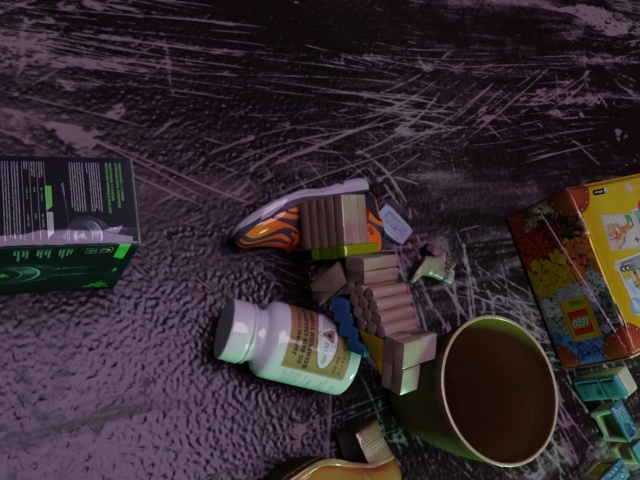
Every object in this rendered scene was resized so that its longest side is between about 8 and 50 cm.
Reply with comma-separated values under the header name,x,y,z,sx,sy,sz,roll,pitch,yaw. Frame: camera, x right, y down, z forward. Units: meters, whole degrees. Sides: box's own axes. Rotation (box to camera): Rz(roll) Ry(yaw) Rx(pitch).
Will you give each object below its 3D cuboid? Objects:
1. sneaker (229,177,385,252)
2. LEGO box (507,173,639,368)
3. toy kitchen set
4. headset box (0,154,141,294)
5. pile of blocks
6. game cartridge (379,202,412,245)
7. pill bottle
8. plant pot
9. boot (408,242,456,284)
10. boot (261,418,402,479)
name,x,y,z,sx,sy,sz,roll,pitch,yaw
sneaker,0.000,0.000,1.157,0.321,0.124,0.180,-19,81,-30
LEGO box,0.738,0.048,1.470,0.499,0.193,0.373,-11,78,-29
toy kitchen set,0.605,0.403,1.321,0.166,0.122,0.207,-25,84,-31
headset box,-0.405,-0.013,0.889,0.282,0.246,0.131,-2,73,-28
pile of blocks,0.082,0.081,1.051,0.112,0.149,0.362,-5,66,-43
game cartridge,0.151,-0.032,1.308,0.083,0.017,0.056,46,55,-5
pill bottle,-0.057,0.176,1.063,0.229,0.131,0.131,18,65,-20
plant pot,0.237,0.275,1.104,0.237,0.254,0.237,9,68,-24
boot,0.239,0.063,1.304,0.087,0.042,0.118,39,60,-12
boot,0.027,0.455,1.037,0.283,0.109,0.220,-18,85,-38
